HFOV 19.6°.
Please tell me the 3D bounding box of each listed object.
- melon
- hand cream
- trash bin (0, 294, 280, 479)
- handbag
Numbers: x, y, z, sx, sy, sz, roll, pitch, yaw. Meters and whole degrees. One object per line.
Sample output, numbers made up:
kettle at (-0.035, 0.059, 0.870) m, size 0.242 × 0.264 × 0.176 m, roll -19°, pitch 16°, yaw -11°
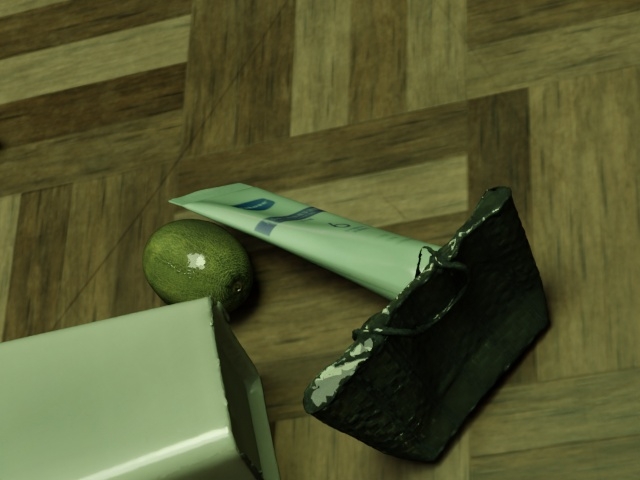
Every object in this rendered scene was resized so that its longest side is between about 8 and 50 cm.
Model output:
melon at (-0.126, 0.028, 1.887) m, size 0.131 × 0.098 × 0.098 m, roll 22°, pitch 73°, yaw 36°
hand cream at (0.000, 0.000, 1.849) m, size 0.321 × 0.109 × 0.067 m, roll 20°, pitch 114°, yaw 36°
trash bin at (-0.230, 0.227, 1.744) m, size 0.368 × 0.256 × 0.296 m, roll -18°, pitch 53°, yaw 6°
handbag at (0.102, 0.084, 1.690) m, size 0.089 × 0.175 × 0.270 m, roll 35°, pitch 79°, yaw 36°
